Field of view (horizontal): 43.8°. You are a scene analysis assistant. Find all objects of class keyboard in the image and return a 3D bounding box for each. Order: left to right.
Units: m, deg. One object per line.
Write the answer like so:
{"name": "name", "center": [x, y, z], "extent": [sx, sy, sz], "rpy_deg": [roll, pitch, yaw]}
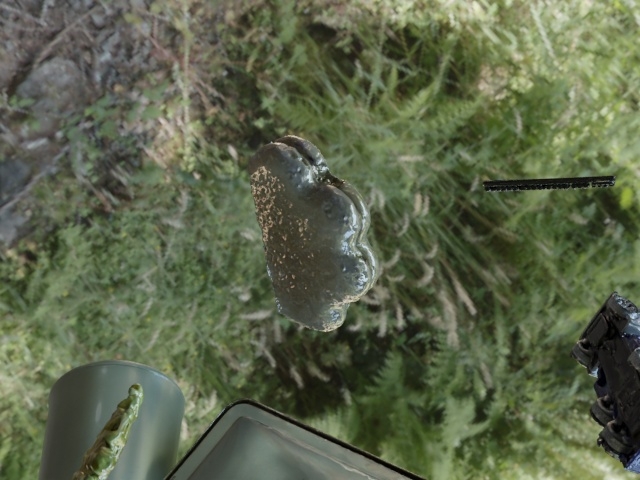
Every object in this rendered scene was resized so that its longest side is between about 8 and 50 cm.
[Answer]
{"name": "keyboard", "center": [0.415, -0.101, 1.445], "extent": [0.231, 0.023, 0.072], "rpy_deg": [-1, 180, 20]}

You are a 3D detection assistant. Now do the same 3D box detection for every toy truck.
{"name": "toy truck", "center": [0.458, 0.199, 1.095], "extent": [0.268, 0.155, 0.124], "rpy_deg": [-83, -164, -60]}

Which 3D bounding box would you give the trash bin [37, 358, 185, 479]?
{"name": "trash bin", "center": [-0.413, 0.443, 1.557], "extent": [0.280, 0.280, 0.432], "rpy_deg": [-45, -149, 29]}

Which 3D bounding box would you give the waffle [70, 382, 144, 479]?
{"name": "waffle", "center": [-0.268, 0.265, 0.961], "extent": [0.183, 0.036, 0.169], "rpy_deg": [-53, -170, 27]}

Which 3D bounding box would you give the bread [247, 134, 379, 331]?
{"name": "bread", "center": [0.001, -0.003, 1.270], "extent": [0.183, 0.337, 0.102], "rpy_deg": [6, -149, 32]}

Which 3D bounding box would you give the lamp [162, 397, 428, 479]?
{"name": "lamp", "center": [-0.050, 0.296, 0.776], "extent": [0.269, 0.266, 0.047], "rpy_deg": [-47, 144, -41]}
